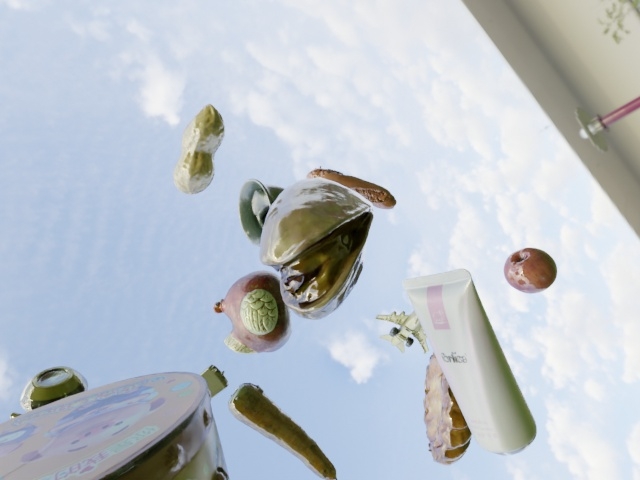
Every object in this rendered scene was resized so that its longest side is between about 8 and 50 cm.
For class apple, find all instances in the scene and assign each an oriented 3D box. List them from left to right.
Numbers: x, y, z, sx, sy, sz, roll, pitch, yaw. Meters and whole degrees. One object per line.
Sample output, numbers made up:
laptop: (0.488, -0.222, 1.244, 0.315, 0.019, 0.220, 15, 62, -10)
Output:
apple: (0.655, 0.091, 1.332, 0.120, 0.153, 0.153, 51, -135, -24)

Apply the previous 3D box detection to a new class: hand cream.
hand cream: (0.288, 0.227, 0.815, 0.118, 0.185, 0.359, -27, -89, -28)

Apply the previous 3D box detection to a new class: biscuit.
biscuit: (0.373, 0.474, 1.233, 0.107, 0.326, 0.326, 4, -121, 1)

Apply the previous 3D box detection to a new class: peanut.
peanut: (-0.230, -0.169, 0.808, 0.082, 0.187, 0.082, 19, -157, -9)

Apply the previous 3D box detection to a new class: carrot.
carrot: (-0.064, 0.406, 0.874, 0.298, 0.078, 0.078, 38, -133, 7)

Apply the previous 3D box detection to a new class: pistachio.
pistachio: (0.000, 0.000, 0.464, 0.130, 0.131, 0.206, 54, -166, -15)

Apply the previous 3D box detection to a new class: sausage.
sausage: (0.101, -0.180, 1.424, 0.326, 0.087, 0.079, 21, -99, 19)

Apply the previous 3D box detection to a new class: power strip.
power strip: (-0.322, 0.405, 1.159, 0.076, 0.169, 0.028, 51, -169, -2)

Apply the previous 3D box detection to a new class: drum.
drum: (-0.325, 0.352, 0.538, 0.431, 0.431, 0.214, -17, -86, -42)

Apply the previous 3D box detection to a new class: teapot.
teapot: (-0.600, 0.362, 0.939, 0.165, 0.130, 0.119, -44, -41, -67)

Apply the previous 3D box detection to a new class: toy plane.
toy plane: (0.315, 0.318, 1.536, 0.229, 0.244, 0.092, 34, -136, 6)

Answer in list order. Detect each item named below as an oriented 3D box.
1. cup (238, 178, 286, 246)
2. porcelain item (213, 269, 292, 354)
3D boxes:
cup: (-0.137, -0.091, 1.278, 0.149, 0.199, 0.199, -11, -106, -38)
porcelain item: (-0.203, 0.213, 1.262, 0.252, 0.253, 0.253, 18, -123, -30)
